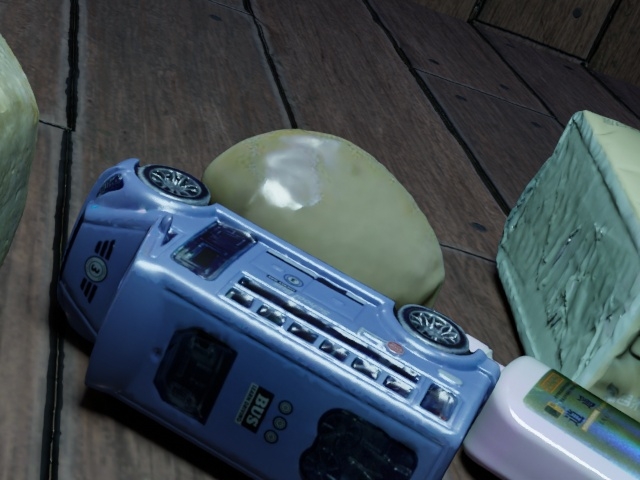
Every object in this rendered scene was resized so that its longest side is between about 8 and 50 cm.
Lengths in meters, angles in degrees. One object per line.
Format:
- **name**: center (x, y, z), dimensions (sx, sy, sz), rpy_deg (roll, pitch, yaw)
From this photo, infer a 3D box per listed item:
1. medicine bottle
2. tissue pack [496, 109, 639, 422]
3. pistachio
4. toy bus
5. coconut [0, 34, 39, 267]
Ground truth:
- **medicine bottle**: center (0.175, 0.147, 0.875), dimensions (0.219, 0.078, 0.115), rpy_deg (32, 25, 17)
- **tissue pack**: center (0.393, 0.077, 1.092), dimensions (0.405, 0.205, 0.332), rpy_deg (19, 26, -10)
- **pistachio**: center (0.000, 0.000, 0.947), dimensions (0.223, 0.152, 0.126), rpy_deg (33, 12, -31)
- **toy bus**: center (-0.045, 0.069, 0.767), dimensions (0.292, 0.125, 0.133), rpy_deg (29, 23, 8)
- **coconut**: center (-0.290, -0.070, 0.694), dimensions (0.259, 0.259, 0.259), rpy_deg (21, 22, -9)
